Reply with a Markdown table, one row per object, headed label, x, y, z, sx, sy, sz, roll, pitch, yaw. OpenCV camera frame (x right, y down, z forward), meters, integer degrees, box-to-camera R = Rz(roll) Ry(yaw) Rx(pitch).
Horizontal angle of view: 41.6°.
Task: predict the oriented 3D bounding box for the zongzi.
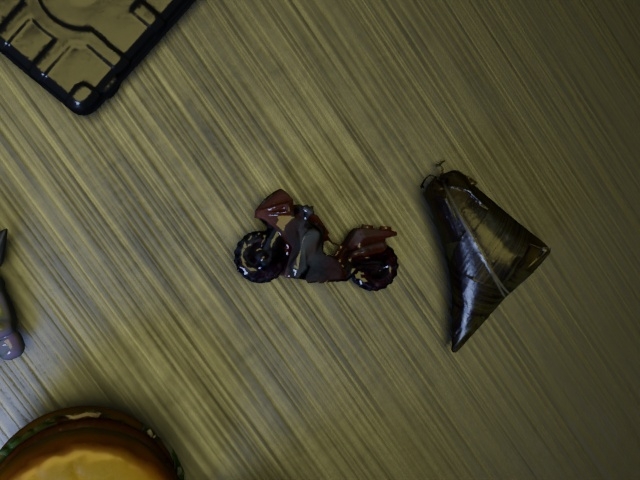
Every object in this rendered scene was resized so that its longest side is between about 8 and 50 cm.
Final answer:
| label | x | y | z | sx | sy | sz | roll | pitch | yaw |
| --- | --- | --- | --- | --- | --- | --- | --- | --- | --- |
| zongzi | 0.169 | 0.020 | 1.088 | 0.187 | 0.084 | 0.184 | 42 | 94 | -1 |

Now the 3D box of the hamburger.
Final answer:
| label | x | y | z | sx | sy | sz | roll | pitch | yaw |
| --- | --- | --- | --- | --- | --- | --- | --- | --- | --- |
| hamburger | -0.271 | 0.306 | 0.966 | 0.246 | 0.170 | 0.246 | -3 | 102 | -16 |

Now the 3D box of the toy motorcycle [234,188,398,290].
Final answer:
| label | x | y | z | sx | sy | sz | roll | pitch | yaw |
| --- | --- | --- | --- | --- | --- | --- | --- | --- | --- |
| toy motorcycle | 0.000 | 0.000 | 1.053 | 0.213 | 0.084 | 0.118 | 5 | 88 | -17 |

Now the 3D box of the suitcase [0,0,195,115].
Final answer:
| label | x | y | z | sx | sy | sz | roll | pitch | yaw |
| --- | --- | --- | --- | --- | --- | --- | --- | --- | --- |
| suitcase | -0.268 | -0.314 | 1.012 | 0.206 | 0.066 | 0.285 | 40 | 84 | -9 |

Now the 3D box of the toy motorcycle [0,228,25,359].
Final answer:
| label | x | y | z | sx | sy | sz | roll | pitch | yaw |
| --- | --- | --- | --- | --- | --- | --- | --- | --- | --- |
| toy motorcycle | -0.417 | 0.087 | 0.987 | 0.152 | 0.073 | 0.225 | 15 | 89 | -11 |
